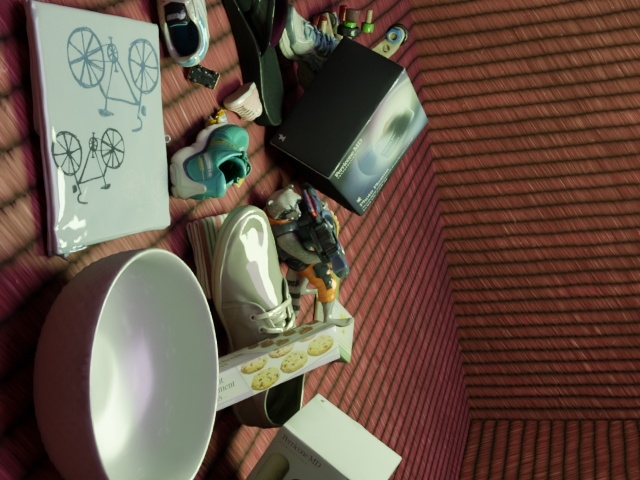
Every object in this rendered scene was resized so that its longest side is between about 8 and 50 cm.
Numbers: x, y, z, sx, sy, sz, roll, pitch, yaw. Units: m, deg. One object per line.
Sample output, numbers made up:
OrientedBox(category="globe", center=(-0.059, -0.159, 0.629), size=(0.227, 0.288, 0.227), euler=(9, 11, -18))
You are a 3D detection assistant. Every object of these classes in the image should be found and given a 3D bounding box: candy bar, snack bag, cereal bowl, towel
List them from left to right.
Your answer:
OrientedBox(category="snack bag", center=(-0.312, -0.161, 1.264), size=(0.323, 0.037, 0.343), euler=(-24, 112, -69))
OrientedBox(category="cereal bowl", center=(-0.269, 0.181, 1.154), size=(0.339, 0.141, 0.339), euler=(-4, 90, -72))
OrientedBox(category="towel", center=(-0.172, 0.022, 1.601), size=(0.197, 0.029, 0.144), euler=(-17, 101, -60))
OrientedBox(category="candy bar", center=(-0.177, -0.181, 1.692), size=(0.040, 0.018, 0.161), euler=(-66, 147, -55))

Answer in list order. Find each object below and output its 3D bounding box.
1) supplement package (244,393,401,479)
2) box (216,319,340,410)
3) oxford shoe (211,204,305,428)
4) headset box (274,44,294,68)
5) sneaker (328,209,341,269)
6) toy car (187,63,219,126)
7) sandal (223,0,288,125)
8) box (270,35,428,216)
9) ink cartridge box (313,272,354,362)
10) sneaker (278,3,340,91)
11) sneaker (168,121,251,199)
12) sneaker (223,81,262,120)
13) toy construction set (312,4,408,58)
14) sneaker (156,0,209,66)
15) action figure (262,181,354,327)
OrientedBox(category="supplement package", center=(-0.025, 0.455, 1.547), size=(0.263, 0.199, 0.198), euler=(-57, 168, 15))
OrientedBox(category="box", center=(-0.112, 0.216, 1.456), size=(0.324, 0.063, 0.067), euler=(-18, 106, -33))
OrientedBox(category="oxford shoe", center=(-0.099, 0.150, 1.573), size=(0.169, 0.130, 0.449), euler=(-28, 122, -45))
OrientedBox(category="headset box", center=(-0.083, -0.443, 2.001), size=(0.083, 0.032, 0.062), euler=(63, 29, -46))
OrientedBox(category="sneaker", center=(0.000, 0.000, 2.087), size=(0.083, 0.084, 0.215), euler=(-59, 140, -39))
OrientedBox(category="toy car", center=(-0.221, -0.262, 1.582), size=(0.040, 0.060, 0.122), euler=(35, -58, 57))
OrientedBox(category="sandal", center=(-0.113, -0.457, 1.795), size=(0.167, 0.107, 0.446), euler=(-62, 144, -57))
OrientedBox(category="box", center=(0.075, -0.250, 1.989), size=(0.296, 0.182, 0.294), euler=(-56, 157, -3))
OrientedBox(category="ink cartridge box", center=(0.036, 0.173, 2.195), size=(0.171, 0.056, 0.235), euler=(51, 41, -58))
OrientedBox(category="sneaker", center=(-0.011, -0.444, 1.969), size=(0.283, 0.122, 0.110), euler=(49, 40, -59))
OrientedBox(category="sneaker", center=(-0.173, -0.131, 1.531), size=(0.275, 0.110, 0.107), euler=(-62, 157, -62))
OrientedBox(category="sneaker", center=(-0.150, -0.267, 1.735), size=(0.134, 0.051, 0.070), euler=(-64, 140, -63))
OrientedBox(category="toy construction set", center=(0.086, -0.482, 2.314), size=(0.309, 0.257, 0.237), euler=(-106, -158, -64))
OrientedBox(category="sneaker", center=(-0.237, -0.408, 1.449), size=(0.086, 0.085, 0.237), euler=(-89, 169, -67))
OrientedBox(category="action figure", center=(-0.034, 0.041, 1.841), size=(0.341, 0.178, 0.330), euler=(-112, -179, -63))
